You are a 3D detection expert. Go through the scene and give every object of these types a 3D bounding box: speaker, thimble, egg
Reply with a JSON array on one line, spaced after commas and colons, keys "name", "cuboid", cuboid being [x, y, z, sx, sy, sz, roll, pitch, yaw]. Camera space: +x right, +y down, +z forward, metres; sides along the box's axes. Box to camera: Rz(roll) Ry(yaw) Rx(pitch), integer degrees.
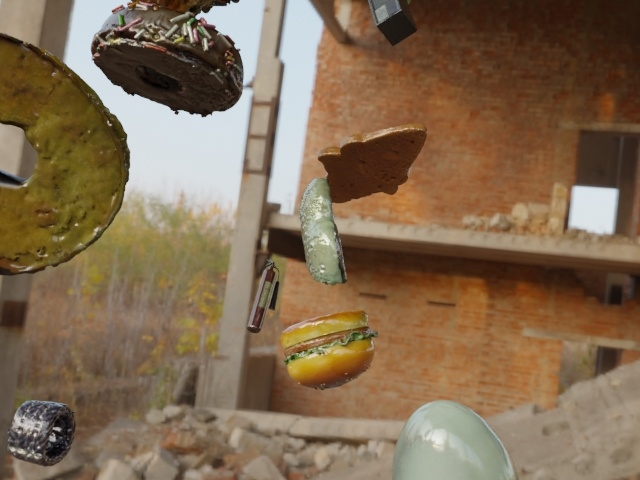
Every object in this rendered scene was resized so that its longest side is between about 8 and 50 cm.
[{"name": "speaker", "cuboid": [0.082, -0.341, 1.063, 0.040, 0.191, 0.046, -28, -41, 22]}, {"name": "thimble", "cuboid": [-0.421, 0.290, 1.212, 0.066, 0.095, 0.104, 10, 1, 11]}, {"name": "egg", "cuboid": [0.194, 0.351, 1.154, 0.183, 0.264, 0.183, -14, 22, 6]}]

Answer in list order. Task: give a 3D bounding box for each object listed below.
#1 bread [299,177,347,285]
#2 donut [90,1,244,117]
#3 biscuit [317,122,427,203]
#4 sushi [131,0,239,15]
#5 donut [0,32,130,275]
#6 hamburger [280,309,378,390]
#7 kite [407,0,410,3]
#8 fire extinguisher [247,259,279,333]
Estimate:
[{"name": "bread", "cuboid": [0.000, 0.000, 1.458, 0.064, 0.232, 0.172, -6, -38, -4]}, {"name": "donut", "cuboid": [-0.249, -0.300, 1.330, 0.270, 0.103, 0.269, 14, -15, 4]}, {"name": "biscuit", "cuboid": [0.096, -0.150, 1.534, 0.183, 0.043, 0.280, 26, -44, -30]}, {"name": "sushi", "cuboid": [-0.253, -0.470, 1.474, 0.296, 0.166, 0.179, -6, -48, 43]}, {"name": "donut", "cuboid": [-0.338, -0.099, 0.857, 0.272, 0.272, 0.107, 8, 19, -11]}, {"name": "hamburger", "cuboid": [0.028, 0.272, 1.940, 0.246, 0.169, 0.246, -13, -11, -3]}, {"name": "kite", "cuboid": [0.028, -0.499, 1.440, 0.310, 0.015, 0.169, 16, -43, -13]}, {"name": "fire extinguisher", "cuboid": [-0.111, 0.114, 1.664, 0.049, 0.173, 0.035, 16, -30, -3]}]
